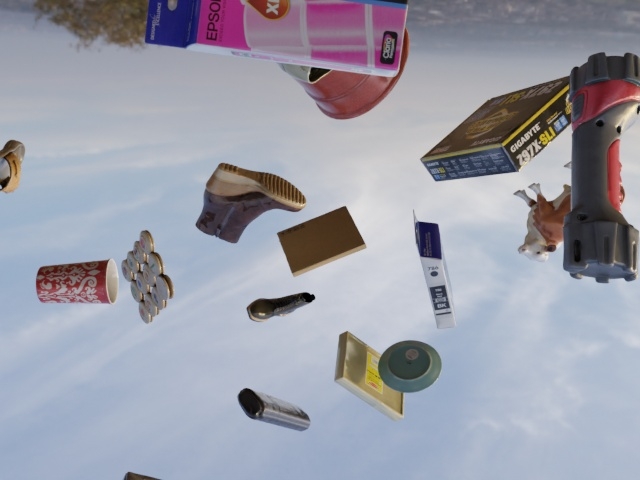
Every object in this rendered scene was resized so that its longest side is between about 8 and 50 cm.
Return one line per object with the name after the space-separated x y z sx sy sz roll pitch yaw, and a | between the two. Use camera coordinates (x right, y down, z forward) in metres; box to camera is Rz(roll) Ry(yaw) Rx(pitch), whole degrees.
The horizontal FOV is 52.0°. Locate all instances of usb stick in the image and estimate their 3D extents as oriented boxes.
-0.097 0.375 1.439 0.077 0.045 0.278 40 178 30 | usb stick

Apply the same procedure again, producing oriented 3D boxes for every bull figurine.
0.615 -0.082 1.677 0.311 0.188 0.101 -31 179 2 | bull figurine

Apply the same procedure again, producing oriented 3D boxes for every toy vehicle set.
0.152 0.405 1.957 0.267 0.035 0.165 38 -141 -26 | toy vehicle set

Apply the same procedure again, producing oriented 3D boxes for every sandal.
-0.592 -0.124 1.239 0.060 0.089 0.219 20 -156 -13 | sandal

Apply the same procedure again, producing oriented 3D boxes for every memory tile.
-0.262 0.058 0.983 0.012 0.113 0.148 -17 166 -36 | memory tile

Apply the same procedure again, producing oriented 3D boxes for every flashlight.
0.381 -0.096 0.868 0.103 0.303 0.103 -7 157 35 | flashlight

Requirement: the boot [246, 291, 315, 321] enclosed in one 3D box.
-0.125 0.199 2.077 0.137 0.076 0.198 -25 170 37 | boot

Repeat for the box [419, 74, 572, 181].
0.406 -0.243 1.460 0.257 0.079 0.322 -39 -166 -15 | box

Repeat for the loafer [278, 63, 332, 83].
0.049 -0.384 1.246 0.092 0.269 0.102 56 -177 22 | loafer

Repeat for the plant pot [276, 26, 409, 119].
0.005 -0.441 1.415 0.273 0.272 0.265 19 176 44 | plant pot

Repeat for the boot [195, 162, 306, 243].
-0.178 -0.075 1.653 0.249 0.206 0.090 20 -144 -7 | boot

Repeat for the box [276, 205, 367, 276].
0.000 0.000 1.696 0.201 0.021 0.164 -22 -135 -2 | box

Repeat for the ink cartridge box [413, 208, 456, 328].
0.327 0.080 1.864 0.065 0.332 0.165 -11 -142 14 | ink cartridge box

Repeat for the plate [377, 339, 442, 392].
0.260 0.361 1.917 0.188 0.024 0.188 -9 -138 8 | plate

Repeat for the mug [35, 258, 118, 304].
-0.591 0.118 1.607 0.170 0.150 0.113 -2 -142 -4 | mug

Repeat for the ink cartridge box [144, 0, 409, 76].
-0.061 -0.344 0.920 0.371 0.175 0.069 8 -175 1 | ink cartridge box

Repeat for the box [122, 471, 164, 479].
-0.388 0.666 1.162 0.097 0.394 0.318 23 -153 -17 | box
